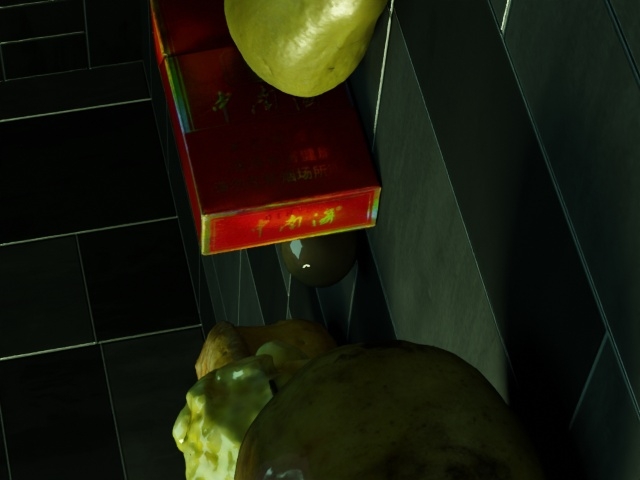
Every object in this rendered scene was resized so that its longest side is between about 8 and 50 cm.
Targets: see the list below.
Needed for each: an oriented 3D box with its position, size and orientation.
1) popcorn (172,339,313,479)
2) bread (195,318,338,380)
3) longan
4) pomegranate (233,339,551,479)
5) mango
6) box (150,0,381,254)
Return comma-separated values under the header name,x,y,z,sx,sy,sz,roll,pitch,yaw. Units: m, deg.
name,x,y,z,sx,sy,sz,roll,pitch,yaw
popcorn,-0.033,0.253,2.007,0.286,0.252,0.215,41,158,-3
bread,-0.049,0.204,2.248,0.340,0.194,0.179,-116,25,-54
longan,0.000,0.000,2.039,0.113,0.092,0.113,-4,-90,-78
pomegranate,0.061,0.221,1.421,0.281,0.281,0.281,171,90,-80
mango,-0.012,-0.260,1.749,0.331,0.142,0.195,129,127,-67
box,-0.067,-0.146,1.963,0.089,0.197,0.313,94,163,-56
